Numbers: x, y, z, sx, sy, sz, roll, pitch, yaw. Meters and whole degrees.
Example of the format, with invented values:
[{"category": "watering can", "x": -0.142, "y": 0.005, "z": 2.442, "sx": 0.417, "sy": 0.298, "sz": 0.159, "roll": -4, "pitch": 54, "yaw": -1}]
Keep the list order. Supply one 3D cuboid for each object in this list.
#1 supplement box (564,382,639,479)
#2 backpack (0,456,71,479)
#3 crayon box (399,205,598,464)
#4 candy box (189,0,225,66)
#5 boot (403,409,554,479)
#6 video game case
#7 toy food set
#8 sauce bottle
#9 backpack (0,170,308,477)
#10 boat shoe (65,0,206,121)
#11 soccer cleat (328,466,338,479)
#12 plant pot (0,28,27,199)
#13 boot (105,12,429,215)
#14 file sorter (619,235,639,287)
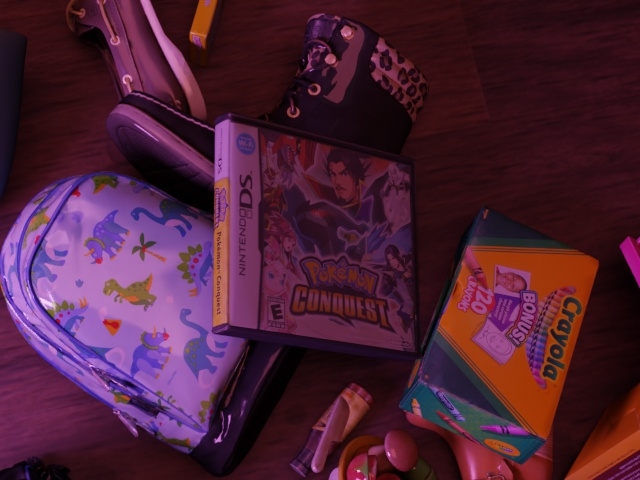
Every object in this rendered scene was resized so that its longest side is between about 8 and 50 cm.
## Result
[{"category": "supplement box", "x": 0.435, "y": 0.270, "z": 1.655, "sx": 0.194, "sy": 0.191, "sz": 0.129, "roll": 38, "pitch": 57, "yaw": 2}, {"category": "backpack", "x": -0.340, "y": 0.388, "z": 1.513, "sx": 0.213, "sy": 0.276, "sz": 0.263, "roll": -22, "pitch": 88, "yaw": -7}, {"category": "crayon box", "x": 0.220, "y": 0.111, "z": 1.688, "sx": 0.165, "sy": 0.081, "sz": 0.278, "roll": 25, "pitch": 55, "yaw": -2}, {"category": "candy box", "x": -0.129, "y": -0.334, "z": 1.773, "sx": 0.027, "sy": 0.105, "sz": 0.206, "roll": 14, "pitch": 76, "yaw": 1}, {"category": "boot", "x": 0.188, "y": 0.277, "z": 1.698, "sx": 0.197, "sy": 0.073, "sz": 0.152, "roll": 11, "pitch": 80, "yaw": -2}, {"category": "video game case", "x": 0.000, "y": 0.000, "z": 1.588, "sx": 0.275, "sy": 0.035, "sz": 0.248, "roll": 11, "pitch": 70, "yaw": -35}, {"category": "toy food set", "x": 0.092, "y": 0.286, "z": 1.637, "sx": 0.218, "sy": 0.071, "sz": 0.128, "roll": 49, "pitch": 40, "yaw": -13}, {"category": "sauce bottle", "x": 0.013, "y": 0.231, "z": 1.697, "sx": 0.042, "sy": 0.042, "sz": 0.128, "roll": 40, "pitch": 74, "yaw": 2}, {"category": "backpack", "x": -0.197, "y": 0.067, "z": 1.618, "sx": 0.355, "sy": 0.273, "sz": 0.290, "roll": 30, "pitch": 80, "yaw": 10}, {"category": "boat shoe", "x": -0.258, "y": -0.271, "z": 1.739, "sx": 0.097, "sy": 0.116, "sz": 0.324, "roll": -28, "pitch": 88, "yaw": -16}, {"category": "soccer cleat", "x": 0.066, "y": 0.361, "z": 1.671, "sx": 0.076, "sy": 0.068, "sz": 0.196, "roll": -10, "pitch": 70, "yaw": -39}, {"category": "plant pot", "x": -0.483, "y": -0.119, "z": 1.595, "sx": 0.293, "sy": 0.293, "sz": 0.235, "roll": -1, "pitch": 91, "yaw": -8}, {"category": "boot", "x": -0.048, "y": -0.150, "z": 1.699, "sx": 0.377, "sy": 0.138, "sz": 0.284, "roll": 30, "pitch": 73, "yaw": -19}, {"category": "file sorter", "x": 0.523, "y": 0.066, "z": 1.629, "sx": 0.202, "sy": 0.290, "sz": 0.182, "roll": 24, "pitch": 119, "yaw": -24}]
